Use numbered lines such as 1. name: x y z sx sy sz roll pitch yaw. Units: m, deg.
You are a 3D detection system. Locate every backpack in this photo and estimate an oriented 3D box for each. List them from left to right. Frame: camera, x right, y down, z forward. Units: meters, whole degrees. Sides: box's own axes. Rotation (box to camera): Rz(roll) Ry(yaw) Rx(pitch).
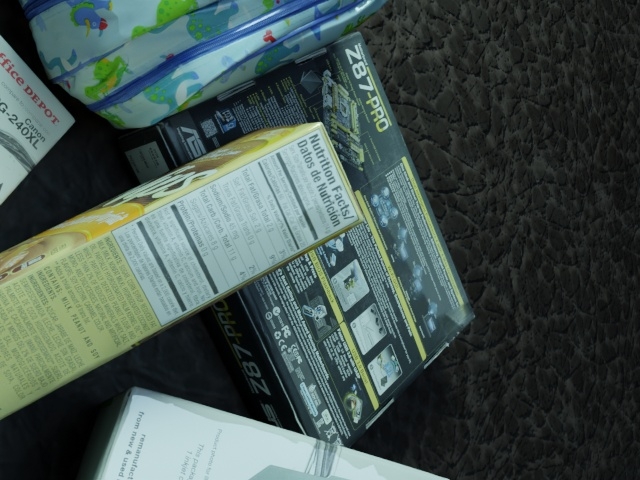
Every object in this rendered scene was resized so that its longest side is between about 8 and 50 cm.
1. backpack: -0.100 -0.253 0.681 0.356 0.290 0.273 -18 110 -35

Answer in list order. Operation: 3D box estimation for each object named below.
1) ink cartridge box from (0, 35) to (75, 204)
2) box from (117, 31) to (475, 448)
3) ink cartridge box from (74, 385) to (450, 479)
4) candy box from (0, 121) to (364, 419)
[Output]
1. ink cartridge box: -0.293 -0.088 0.602 0.109 0.063 0.150 54 52 -36
2. box: 0.000 0.000 0.833 0.318 0.097 0.394 -36 109 -38
3. ink cartridge box: -0.060 0.221 0.623 0.273 0.198 0.114 21 68 -16
4. candy box: -0.146 0.014 0.571 0.316 0.183 0.087 -29 106 -15
